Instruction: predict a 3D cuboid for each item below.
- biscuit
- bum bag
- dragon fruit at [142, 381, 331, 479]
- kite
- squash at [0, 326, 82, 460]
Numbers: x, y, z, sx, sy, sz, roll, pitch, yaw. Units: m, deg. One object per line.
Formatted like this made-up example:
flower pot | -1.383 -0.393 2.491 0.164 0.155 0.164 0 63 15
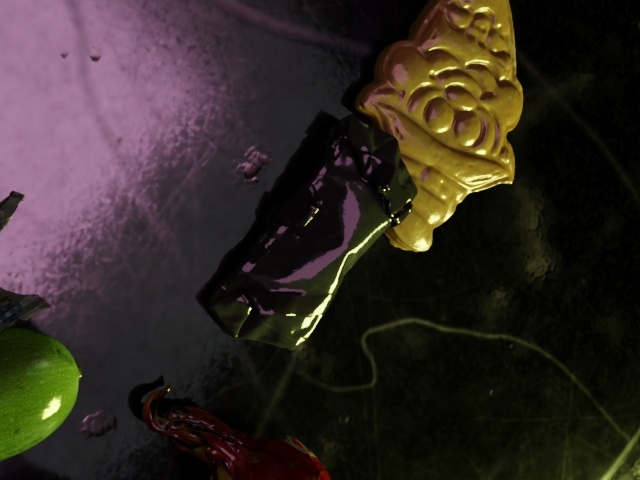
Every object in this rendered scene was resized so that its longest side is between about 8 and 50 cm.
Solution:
biscuit | 0.104 -0.112 0.932 0.162 0.035 0.250 13 91 -34
bum bag | 0.000 0.000 0.879 0.087 0.049 0.198 40 85 -23
dragon fruit | -0.052 0.174 0.866 0.094 0.094 0.190 -43 104 -16
kite | -0.237 0.021 0.742 0.137 0.005 0.153 15 51 1
squash | -0.325 0.128 0.699 0.378 0.101 0.101 -14 105 -25
